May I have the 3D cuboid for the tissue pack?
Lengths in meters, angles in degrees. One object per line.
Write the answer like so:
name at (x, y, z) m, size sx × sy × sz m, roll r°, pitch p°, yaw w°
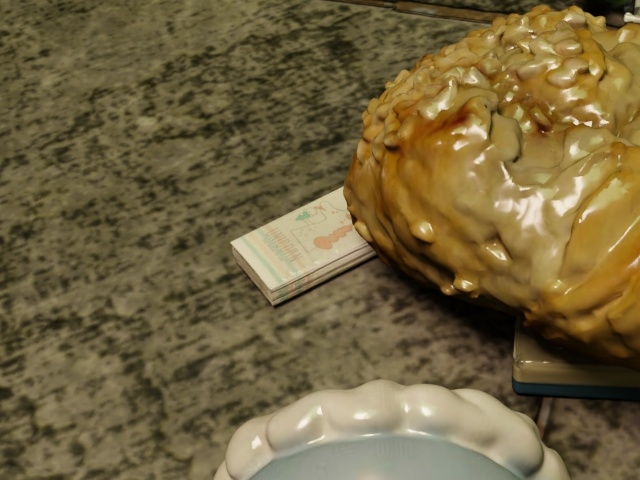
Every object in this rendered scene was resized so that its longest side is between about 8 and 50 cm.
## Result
tissue pack at (0.000, 0.000, 0.872) m, size 0.108 × 0.023 × 0.056 m, roll -25°, pitch 48°, yaw -18°

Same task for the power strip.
power strip at (0.176, 0.065, 0.780) m, size 0.123 × 0.032 × 0.056 m, roll 3°, pitch 47°, yaw 9°

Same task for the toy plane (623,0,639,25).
toy plane at (0.286, -0.189, 1.002) m, size 0.234 × 0.082 × 0.160 m, roll 19°, pitch 38°, yaw 5°

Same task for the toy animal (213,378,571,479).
toy animal at (0.032, 0.175, 0.602) m, size 0.208 × 0.156 × 0.204 m, roll -4°, pitch 41°, yaw 8°

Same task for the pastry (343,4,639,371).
pastry at (0.162, -0.047, 0.771) m, size 0.310 × 0.162 × 0.255 m, roll 22°, pitch 34°, yaw 31°
